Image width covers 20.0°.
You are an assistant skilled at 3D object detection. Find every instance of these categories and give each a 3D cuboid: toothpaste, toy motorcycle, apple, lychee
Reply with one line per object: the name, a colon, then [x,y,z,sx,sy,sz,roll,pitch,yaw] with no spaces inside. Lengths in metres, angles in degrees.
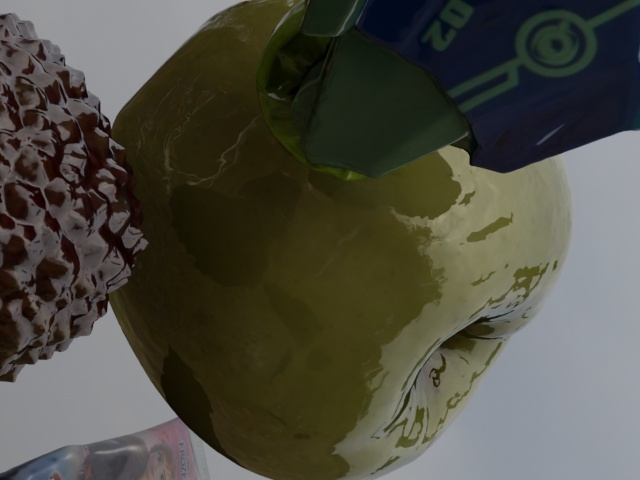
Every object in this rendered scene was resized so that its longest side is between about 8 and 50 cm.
toothpaste: [-0.149,0.168,1.104,0.061,0.266,0.096,-15,-95,37]
toy motorcycle: [0.100,-0.149,0.756,0.191,0.200,0.326,-70,178,-58]
apple: [0.000,0.000,0.987,0.262,0.262,0.262,161,-90,-76]
lychee: [-0.163,-0.020,0.786,0.188,0.188,0.188,161,-90,-76]
